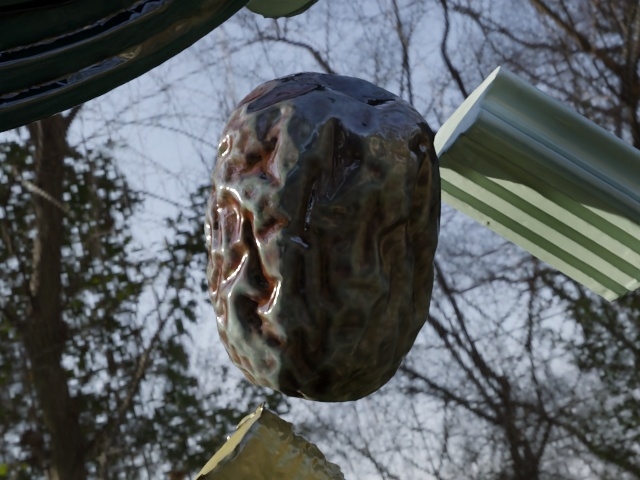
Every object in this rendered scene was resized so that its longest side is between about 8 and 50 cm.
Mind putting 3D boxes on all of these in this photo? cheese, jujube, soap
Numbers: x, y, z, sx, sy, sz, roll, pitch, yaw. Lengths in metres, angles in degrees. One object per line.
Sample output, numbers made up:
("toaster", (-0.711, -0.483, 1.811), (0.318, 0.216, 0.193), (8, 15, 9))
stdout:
("cheese", (-0.032, 0.249, 0.886), (0.123, 0.167, 0.094), (-46, 1, -29))
("jujube", (0.000, 0.000, 0.921), (0.226, 0.317, 0.226), (6, 11, -1))
("soap", (0.251, -0.053, 0.994), (0.265, 0.087, 0.160), (30, -26, -5))

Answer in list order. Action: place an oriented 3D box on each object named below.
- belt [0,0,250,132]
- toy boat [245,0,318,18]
("belt", (-0.135, -0.207, 0.354), (0.436, 0.173, 0.300), (-41, -29, -49))
("toy boat", (-0.048, -0.344, 1.124), (0.134, 0.079, 0.207), (-11, -16, -6))
